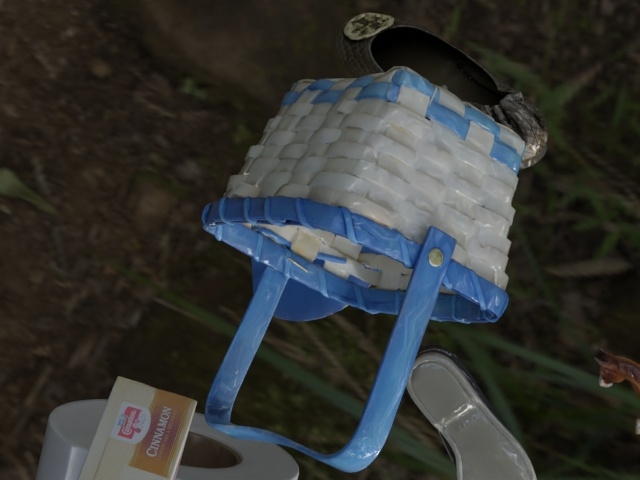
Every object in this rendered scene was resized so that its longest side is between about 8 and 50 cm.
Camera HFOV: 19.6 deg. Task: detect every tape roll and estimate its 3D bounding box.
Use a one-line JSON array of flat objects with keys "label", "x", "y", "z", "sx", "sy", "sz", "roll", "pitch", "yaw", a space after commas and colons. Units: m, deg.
[{"label": "tape roll", "x": -0.156, "y": 0.268, "z": 1.759, "sx": 0.246, "sy": 0.246, "sz": 0.169, "roll": 6, "pitch": 102, "yaw": -37}]

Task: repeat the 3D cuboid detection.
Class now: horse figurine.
[{"label": "horse figurine", "x": 0.416, "y": 0.231, "z": 2.050, "sx": 0.066, "sy": 0.263, "sz": 0.174, "roll": -38, "pitch": 147, "yaw": -19}]

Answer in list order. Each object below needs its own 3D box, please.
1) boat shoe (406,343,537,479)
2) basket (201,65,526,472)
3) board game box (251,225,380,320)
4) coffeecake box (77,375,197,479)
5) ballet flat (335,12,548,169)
[{"label": "boat shoe", "x": 0.152, "y": 0.187, "z": 1.787, "sx": 0.075, "sy": 0.065, "sz": 0.206, "roll": -29, "pitch": 101, "yaw": 16}, {"label": "basket", "x": 0.022, "y": 0.024, "z": 1.392, "sx": 0.201, "sy": 0.254, "sz": 0.289, "roll": 32, "pitch": 79, "yaw": -26}, {"label": "board game box", "x": 0.000, "y": 0.000, "z": 1.758, "sx": 0.033, "sy": 0.133, "sz": 0.169, "roll": 38, "pitch": 43, "yaw": -57}, {"label": "coffeecake box", "x": -0.158, "y": 0.221, "z": 1.427, "sx": 0.185, "sy": 0.068, "sz": 0.142, "roll": 107, "pitch": 0, "yaw": -45}, {"label": "ballet flat", "x": 0.102, "y": -0.143, "z": 1.597, "sx": 0.084, "sy": 0.250, "sz": 0.058, "roll": -35, "pitch": 139, "yaw": -17}]
